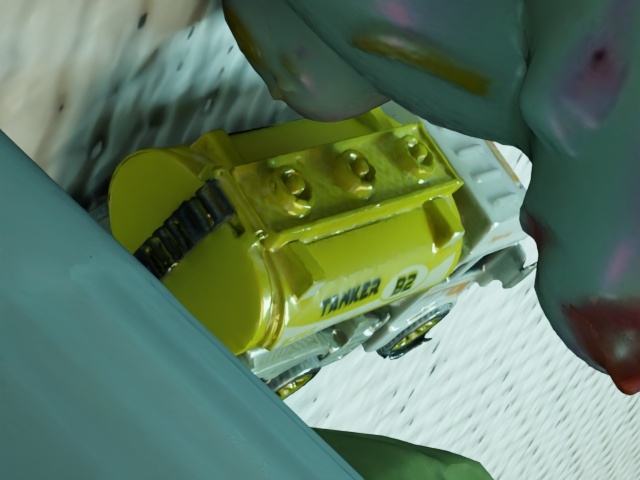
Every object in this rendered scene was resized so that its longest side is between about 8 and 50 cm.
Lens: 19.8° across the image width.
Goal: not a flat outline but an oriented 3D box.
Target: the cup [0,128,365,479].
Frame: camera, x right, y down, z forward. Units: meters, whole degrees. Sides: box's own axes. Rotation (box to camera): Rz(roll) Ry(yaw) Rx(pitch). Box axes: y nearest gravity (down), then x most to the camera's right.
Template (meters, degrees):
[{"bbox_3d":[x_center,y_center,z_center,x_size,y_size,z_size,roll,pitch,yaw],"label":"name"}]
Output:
[{"bbox_3d":[-0.099,0.096,0.415,0.256,0.311,0.331,-35,156,-34],"label":"cup"}]

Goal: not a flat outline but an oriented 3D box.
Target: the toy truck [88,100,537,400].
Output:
[{"bbox_3d":[0.000,0.000,0.720,0.114,0.098,0.227,-41,167,32],"label":"toy truck"}]

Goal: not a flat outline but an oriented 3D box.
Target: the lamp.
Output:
[{"bbox_3d":[0.131,-0.076,0.595,0.247,0.301,0.247,-40,159,-23],"label":"lamp"}]

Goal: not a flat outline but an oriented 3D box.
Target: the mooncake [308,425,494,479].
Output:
[{"bbox_3d":[-0.016,0.253,0.873,0.351,0.187,0.351,-11,103,-53],"label":"mooncake"}]
